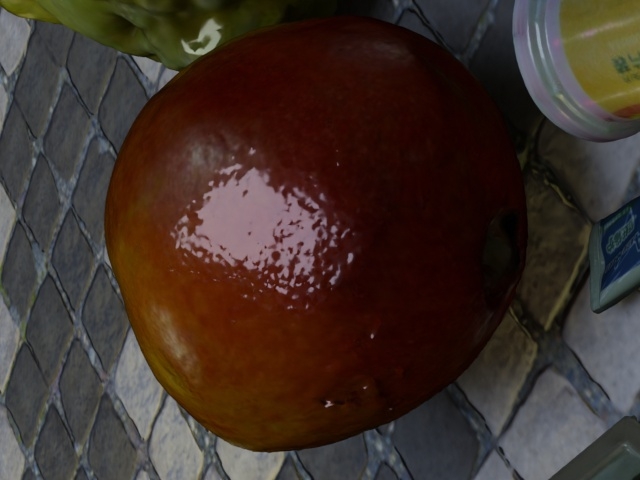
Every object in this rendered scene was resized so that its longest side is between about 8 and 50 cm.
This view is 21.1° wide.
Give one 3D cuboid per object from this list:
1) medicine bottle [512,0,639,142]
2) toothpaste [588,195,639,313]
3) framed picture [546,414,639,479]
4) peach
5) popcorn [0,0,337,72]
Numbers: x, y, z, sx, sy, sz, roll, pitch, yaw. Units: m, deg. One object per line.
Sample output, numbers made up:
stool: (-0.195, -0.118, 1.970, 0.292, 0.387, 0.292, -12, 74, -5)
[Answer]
medicine bottle: (0.262, -0.126, 0.744, 0.426, 0.108, 0.108, -10, 82, 55)
toothpaste: (0.201, -0.020, 0.900, 0.197, 0.035, 0.057, -38, 43, 52)
framed picture: (0.110, 0.238, 0.839, 0.232, 0.315, 0.024, 37, 159, 50)
peach: (0.000, 0.000, 1.019, 0.281, 0.238, 0.281, -25, 54, 39)
popcorn: (-0.105, -0.235, 1.199, 0.286, 0.174, 0.225, 21, 66, 35)
